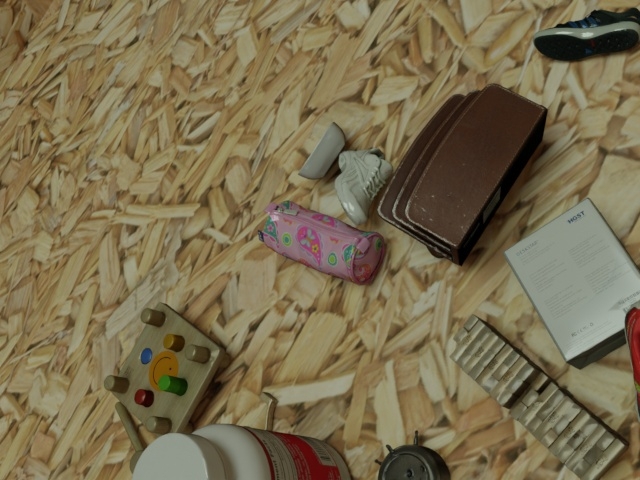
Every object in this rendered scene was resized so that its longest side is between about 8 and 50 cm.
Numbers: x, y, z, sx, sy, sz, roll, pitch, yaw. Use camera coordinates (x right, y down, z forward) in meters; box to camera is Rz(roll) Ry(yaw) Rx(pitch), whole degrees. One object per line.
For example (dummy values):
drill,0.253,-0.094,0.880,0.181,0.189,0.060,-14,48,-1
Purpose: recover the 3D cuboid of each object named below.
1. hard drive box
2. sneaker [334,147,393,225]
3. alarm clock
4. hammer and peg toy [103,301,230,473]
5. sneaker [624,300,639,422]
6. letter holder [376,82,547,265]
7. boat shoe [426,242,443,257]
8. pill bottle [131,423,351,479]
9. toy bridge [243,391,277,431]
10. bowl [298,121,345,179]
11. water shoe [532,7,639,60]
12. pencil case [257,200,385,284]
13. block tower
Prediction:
hard drive box,0.454,0.074,1.337,0.181,0.089,0.232,-35,57,20
sneaker,0.096,-0.128,1.632,0.115,0.090,0.232,-18,40,18
alarm clock,0.177,0.456,1.412,0.129,0.064,0.192,-41,58,16
hammer and peg toy,-0.391,0.349,1.803,0.266,0.127,0.361,30,92,38
sneaker,0.521,0.229,1.173,0.107,0.118,0.279,-19,90,21
letter holder,0.251,-0.144,1.457,0.214,0.152,0.302,32,85,17
boat shoe,0.222,-0.059,1.567,0.073,0.073,0.207,138,126,-62
pill bottle,-0.135,0.456,1.407,0.229,0.407,0.229,-13,66,31
toy bridge,-0.144,0.423,1.668,0.063,0.026,0.188,30,92,37
bowl,0.010,-0.194,1.734,0.053,0.142,0.142,33,97,-1
water shoe,0.516,-0.399,1.494,0.203,0.073,0.080,5,54,32
pencil case,0.000,0.000,1.662,0.284,0.124,0.124,23,87,37
block tower,0.367,0.270,1.326,0.091,0.097,0.335,-52,50,8
